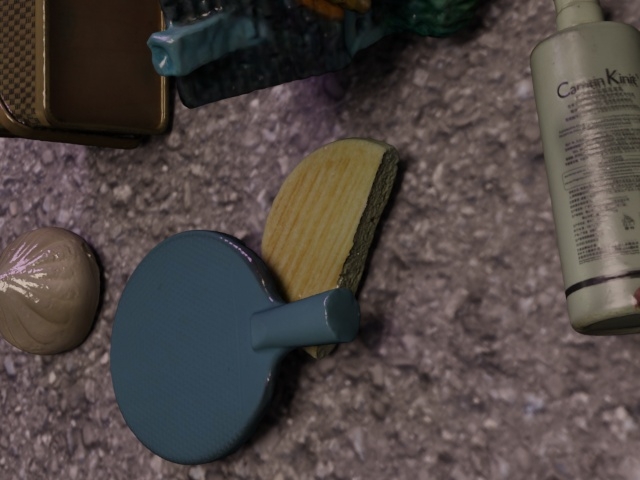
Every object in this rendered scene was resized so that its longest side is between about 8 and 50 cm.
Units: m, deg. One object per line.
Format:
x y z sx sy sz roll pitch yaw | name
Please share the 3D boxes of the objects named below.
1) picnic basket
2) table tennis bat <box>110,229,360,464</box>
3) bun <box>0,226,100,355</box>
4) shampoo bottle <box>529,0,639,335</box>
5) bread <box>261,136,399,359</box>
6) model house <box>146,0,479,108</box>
-0.255 -0.225 1.090 0.139 0.165 0.266 1 92 39 | picnic basket
-0.090 0.089 0.978 0.329 0.044 0.215 -16 73 45 | table tennis bat
-0.303 0.051 1.140 0.138 0.094 0.138 -7 79 39 | bun
0.202 -0.067 0.781 0.085 0.085 0.262 -17 70 34 | shampoo bottle
-0.001 -0.005 0.956 0.112 0.036 0.192 26 101 41 | bread
-0.035 -0.251 0.837 0.226 0.241 0.261 18 130 42 | model house
